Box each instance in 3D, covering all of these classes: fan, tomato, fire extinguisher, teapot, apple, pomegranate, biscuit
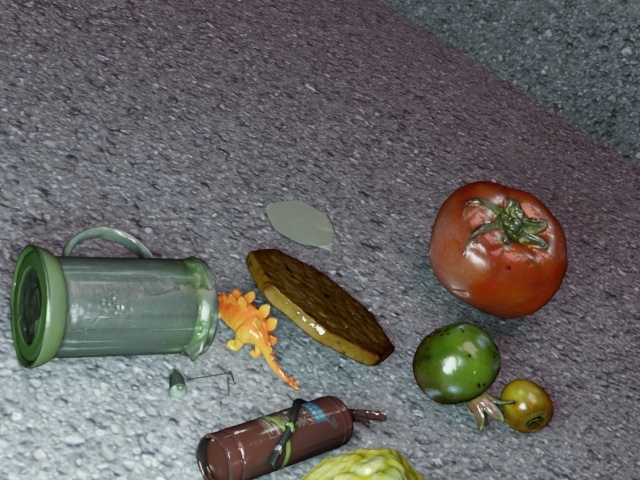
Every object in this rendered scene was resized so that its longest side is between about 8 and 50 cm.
[{"bbox_3d":[0.000,0.001,2.028,0.182,0.010,0.310,-16,50,-45],"label":"fan"},{"bbox_3d":[0.413,0.034,2.057,0.341,0.273,0.341,12,50,-15],"label":"tomato"},{"bbox_3d":[-0.037,0.333,1.467,0.341,0.105,0.141,-9,17,-41],"label":"fire extinguisher"},{"bbox_3d":[-0.348,0.092,1.494,0.337,0.200,0.270,4,50,-35],"label":"teapot"},{"bbox_3d":[0.433,0.344,1.805,0.114,0.099,0.102,7,36,-23],"label":"apple"},{"bbox_3d":[0.294,0.278,1.746,0.181,0.181,0.224,-25,82,-50],"label":"pomegranate"},{"bbox_3d":[0.000,0.132,1.737,0.359,0.046,0.359,33,13,-9],"label":"biscuit"}]

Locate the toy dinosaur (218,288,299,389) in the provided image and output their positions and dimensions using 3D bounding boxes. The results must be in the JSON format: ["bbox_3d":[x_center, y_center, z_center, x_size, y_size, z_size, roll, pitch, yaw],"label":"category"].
[{"bbox_3d":[-0.132,0.161,1.630,0.288,0.117,0.070,41,35,23],"label":"toy dinosaur"}]

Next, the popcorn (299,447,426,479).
[{"bbox_3d":[0.098,0.467,1.253,0.292,0.293,0.334,14,52,-18],"label":"popcorn"}]

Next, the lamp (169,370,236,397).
[{"bbox_3d":[-0.214,0.251,1.530,0.121,0.041,0.054,6,31,-24],"label":"lamp"}]
